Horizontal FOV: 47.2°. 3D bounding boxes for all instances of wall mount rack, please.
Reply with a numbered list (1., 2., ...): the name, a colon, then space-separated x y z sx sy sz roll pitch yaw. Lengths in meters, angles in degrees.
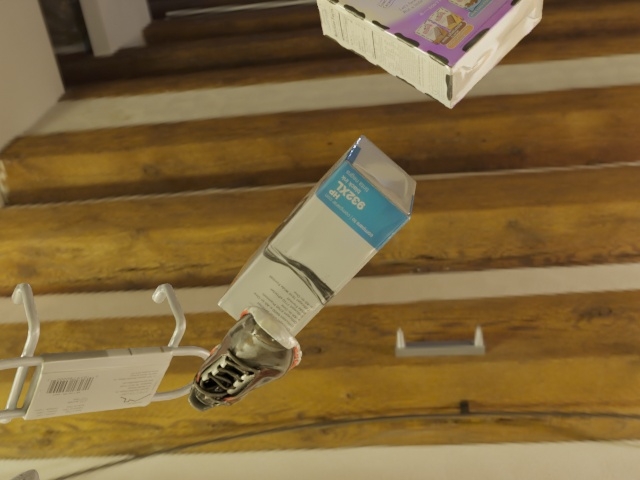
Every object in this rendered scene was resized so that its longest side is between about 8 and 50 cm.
1. wall mount rack: -0.343 0.190 1.037 0.350 0.304 0.130 3 -139 -38

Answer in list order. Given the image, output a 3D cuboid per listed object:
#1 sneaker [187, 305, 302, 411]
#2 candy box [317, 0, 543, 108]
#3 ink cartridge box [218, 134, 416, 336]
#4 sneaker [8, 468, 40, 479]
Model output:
1. sneaker: -0.066 0.106 0.583 0.061 0.158 0.065 42 -124 2
2. candy box: 0.121 -0.264 0.823 0.196 0.070 0.165 37 -108 27
3. ink cartridge box: 0.000 0.000 1.165 0.307 0.129 0.223 -47 -174 20
4. sneaker: -0.578 0.574 1.553 0.366 0.137 0.210 -15 -162 0
